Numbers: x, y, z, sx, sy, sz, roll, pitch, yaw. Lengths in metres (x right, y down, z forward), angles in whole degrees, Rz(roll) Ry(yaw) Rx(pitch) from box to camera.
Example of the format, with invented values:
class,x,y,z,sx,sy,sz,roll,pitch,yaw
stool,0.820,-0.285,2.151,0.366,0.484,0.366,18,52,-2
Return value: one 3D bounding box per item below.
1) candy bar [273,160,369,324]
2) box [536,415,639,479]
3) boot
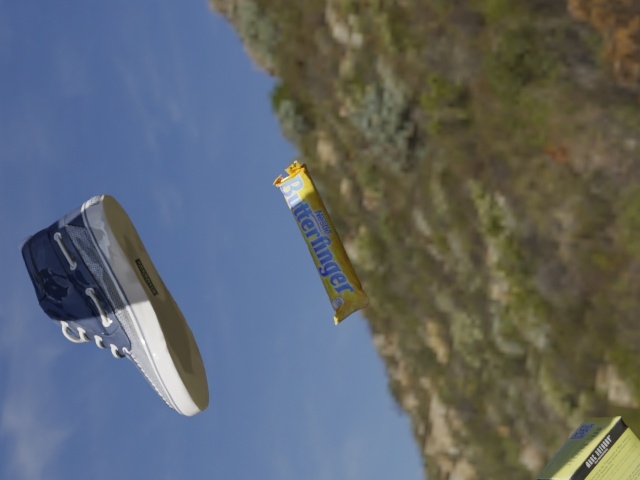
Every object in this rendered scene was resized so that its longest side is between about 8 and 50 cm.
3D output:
class,x,y,z,sx,sy,sz,roll,pitch,yaw
candy bar,0.000,0.000,1.372,0.018,0.040,0.161,10,-131,-53
box,0.309,0.276,1.400,0.087,0.232,0.058,-46,11,-23
boot,-0.163,0.064,1.198,0.190,0.086,0.069,64,-166,3
